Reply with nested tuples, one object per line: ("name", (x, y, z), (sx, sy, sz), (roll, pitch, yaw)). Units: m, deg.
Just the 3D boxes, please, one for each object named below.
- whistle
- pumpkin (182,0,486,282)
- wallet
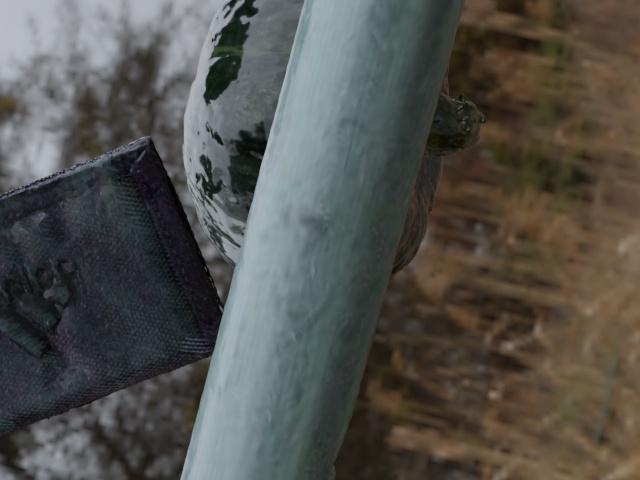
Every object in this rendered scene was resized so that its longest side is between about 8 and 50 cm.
("whistle", (0.000, 0.000, 0.708), (0.062, 0.062, 0.312), (-32, -43, -77))
("pumpkin", (0.010, -0.069, 1.005), (0.211, 0.152, 0.212), (23, -90, -84))
("wallet", (-0.135, 0.030, 0.870), (0.030, 0.166, 0.111), (-93, -18, -75))
